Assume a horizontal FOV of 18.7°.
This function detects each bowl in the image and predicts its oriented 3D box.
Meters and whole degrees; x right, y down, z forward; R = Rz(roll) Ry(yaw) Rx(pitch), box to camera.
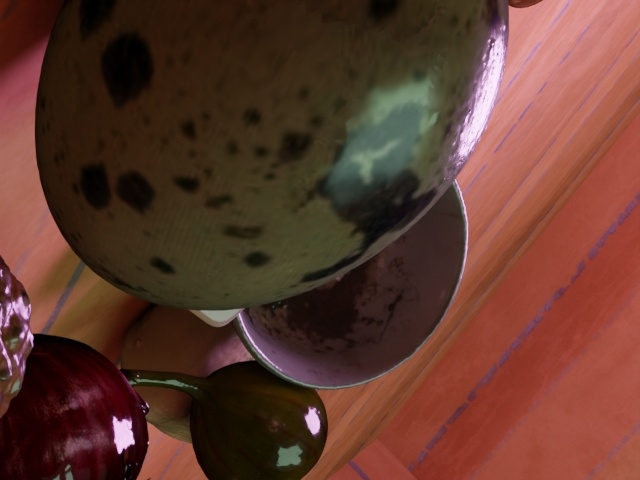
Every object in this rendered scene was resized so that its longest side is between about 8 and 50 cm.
[{"bbox_3d":[0.000,0.000,2.060,0.289,0.146,0.289,-11,112,-27],"label":"bowl"}]

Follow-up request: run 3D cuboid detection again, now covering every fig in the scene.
[{"bbox_3d":[-0.107,0.167,2.033,0.151,0.259,0.151,-33,-145,27],"label":"fig"}]

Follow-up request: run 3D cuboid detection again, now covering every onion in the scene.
[{"bbox_3d":[-0.297,0.166,1.571,0.314,0.232,0.314,-20,174,-2],"label":"onion"}]

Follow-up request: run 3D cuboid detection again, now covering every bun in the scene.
[{"bbox_3d":[-0.128,0.126,2.175,0.229,0.145,0.229,-32,138,-34],"label":"bun"}]

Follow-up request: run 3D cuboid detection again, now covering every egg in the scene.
[{"bbox_3d":[-0.041,-0.111,1.307,0.379,0.288,0.287,-35,176,35],"label":"egg"}]

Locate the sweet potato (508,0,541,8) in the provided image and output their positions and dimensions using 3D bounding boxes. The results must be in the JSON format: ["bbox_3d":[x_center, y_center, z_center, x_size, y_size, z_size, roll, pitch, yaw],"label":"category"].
[{"bbox_3d":[0.200,-0.299,2.005,0.097,0.097,0.251,-46,165,5],"label":"sweet potato"}]

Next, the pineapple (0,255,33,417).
[{"bbox_3d":[-0.334,0.067,1.268,0.169,0.169,0.340,-50,160,20],"label":"pineapple"}]

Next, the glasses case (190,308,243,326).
[{"bbox_3d":[-0.040,-0.065,1.857,0.313,0.070,0.131,-45,133,2],"label":"glasses case"}]
